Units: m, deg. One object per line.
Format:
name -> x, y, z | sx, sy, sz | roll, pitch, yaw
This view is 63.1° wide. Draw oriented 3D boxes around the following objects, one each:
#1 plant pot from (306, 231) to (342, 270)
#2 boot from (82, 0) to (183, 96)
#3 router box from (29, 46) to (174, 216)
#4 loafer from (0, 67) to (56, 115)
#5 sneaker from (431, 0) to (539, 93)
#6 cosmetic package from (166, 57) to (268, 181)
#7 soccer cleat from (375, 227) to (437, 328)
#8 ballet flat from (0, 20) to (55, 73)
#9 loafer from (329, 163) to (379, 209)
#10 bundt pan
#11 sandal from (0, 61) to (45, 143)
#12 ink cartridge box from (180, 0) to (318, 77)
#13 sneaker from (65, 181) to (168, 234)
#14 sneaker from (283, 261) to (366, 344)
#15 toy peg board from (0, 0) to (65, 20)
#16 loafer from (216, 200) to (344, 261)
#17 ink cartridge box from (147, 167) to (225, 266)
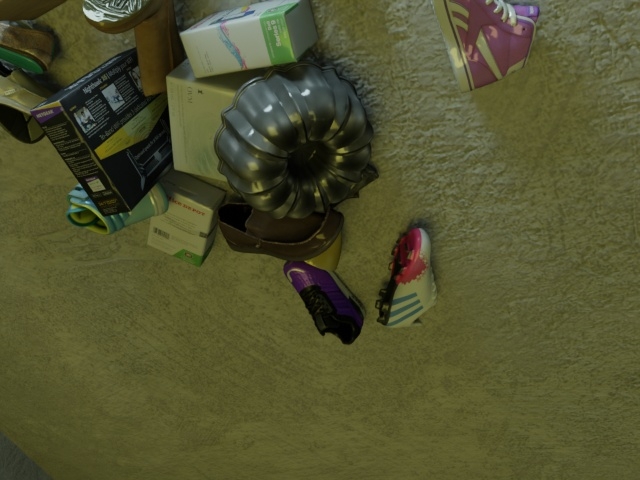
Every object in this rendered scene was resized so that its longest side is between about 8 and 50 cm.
plant pot -> 0.000, 0.000, 1.290 | 0.134, 0.134, 0.095 | 25, 105, -3
boot -> -0.324, -0.367, 0.964 | 0.089, 0.236, 0.269 | 26, 149, 3
router box -> -0.412, -0.237, 1.095 | 0.081, 0.308, 0.242 | -8, 124, 24
loafer -> -0.683, -0.345, 1.194 | 0.269, 0.102, 0.092 | 12, 106, -31
sneaker -> 0.278, -0.403, 0.886 | 0.161, 0.102, 0.282 | -15, 133, 24
cosmetic package -> -0.194, -0.253, 1.127 | 0.225, 0.138, 0.224 | 13, 131, 6
soccer cleat -> 0.240, 0.099, 1.307 | 0.143, 0.116, 0.331 | 6, 134, -8
ballet flat -> -0.740, -0.466, 1.147 | 0.316, 0.106, 0.107 | 19, 166, -11
loafer -> 0.065, -0.115, 1.208 | 0.061, 0.062, 0.170 | 33, 132, -16
bundt pan -> -0.034, -0.175, 1.032 | 0.331, 0.124, 0.330 | -17, 135, -18
sandal -> -0.780, -0.369, 1.255 | 0.302, 0.120, 0.086 | 51, 157, -20
ink cartridge box -> -0.131, -0.386, 0.985 | 0.213, 0.154, 0.093 | -4, 124, 21
sneaker -> -0.527, -0.149, 1.212 | 0.319, 0.208, 0.127 | 46, 149, 16
sneaker -> 0.009, 0.171, 1.399 | 0.293, 0.146, 0.102 | 43, 128, -18
toy peg board -> -0.609, -0.509, 1.046 | 0.161, 0.160, 0.079 | -13, 107, 26
loafer -> -0.115, -0.036, 1.227 | 0.366, 0.133, 0.130 | -3, 143, 35
ink cartridge box -> -0.353, -0.057, 1.364 | 0.160, 0.092, 0.219 | 25, 131, -1
